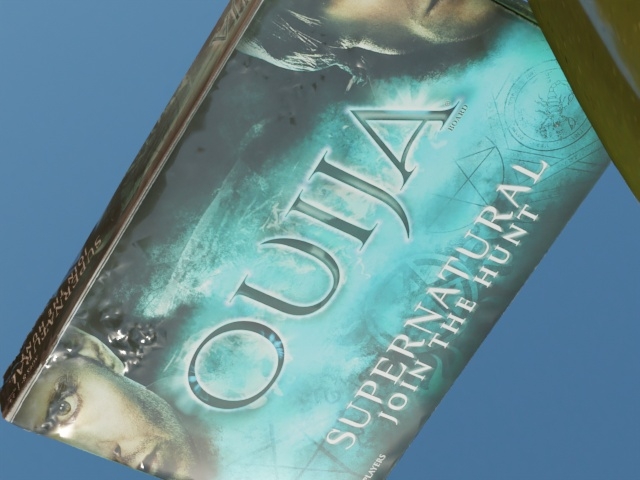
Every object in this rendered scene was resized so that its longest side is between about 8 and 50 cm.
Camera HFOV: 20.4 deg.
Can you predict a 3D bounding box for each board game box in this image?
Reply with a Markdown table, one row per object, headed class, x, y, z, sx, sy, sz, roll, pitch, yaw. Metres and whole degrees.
| class | x | y | z | sx | sy | sz | roll | pitch | yaw |
| --- | --- | --- | --- | --- | --- | --- | --- | --- | --- |
| board game box | 0.000 | 0.000 | 0.544 | 0.186 | 0.126 | 0.026 | -57 | -155 | 19 |

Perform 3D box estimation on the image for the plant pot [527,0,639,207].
| class | x | y | z | sx | sy | sz | roll | pitch | yaw |
| --- | --- | --- | --- | --- | --- | --- | --- | --- | --- |
| plant pot | 0.150 | -0.077 | 0.353 | 0.275 | 0.275 | 0.293 | -15 | -140 | 18 |
